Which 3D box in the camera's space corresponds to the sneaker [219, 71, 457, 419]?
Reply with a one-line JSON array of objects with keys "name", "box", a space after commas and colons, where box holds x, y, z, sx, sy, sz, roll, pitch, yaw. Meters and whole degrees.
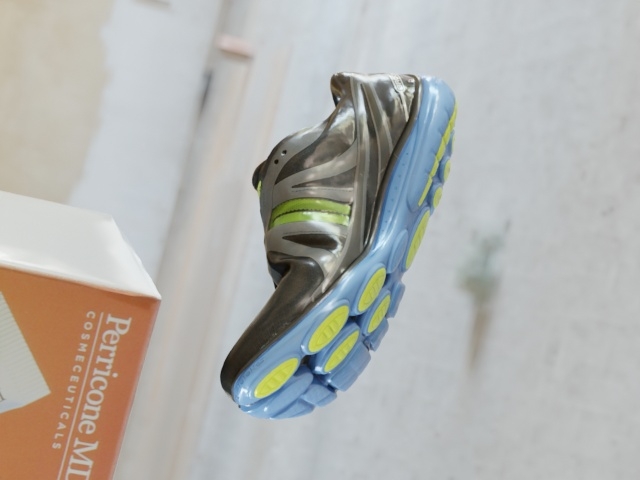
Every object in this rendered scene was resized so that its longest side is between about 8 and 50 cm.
[{"name": "sneaker", "box": [0.000, 0.000, 0.849, 0.067, 0.078, 0.188, 80, -150, -54]}]

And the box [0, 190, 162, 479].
[{"name": "box", "box": [-0.282, 0.070, 0.980, 0.168, 0.345, 0.215, -135, 59, -69]}]
